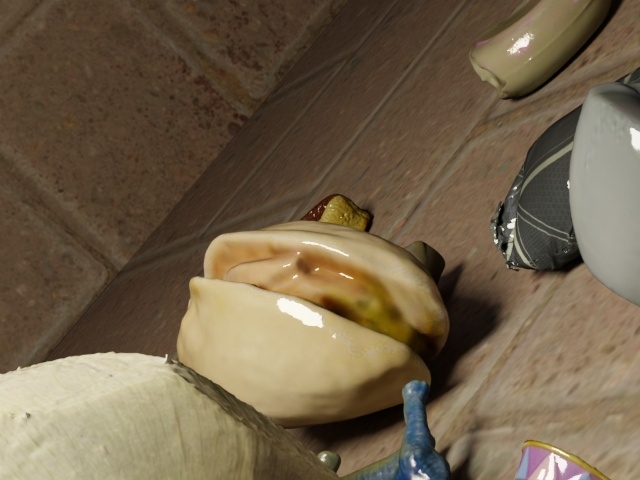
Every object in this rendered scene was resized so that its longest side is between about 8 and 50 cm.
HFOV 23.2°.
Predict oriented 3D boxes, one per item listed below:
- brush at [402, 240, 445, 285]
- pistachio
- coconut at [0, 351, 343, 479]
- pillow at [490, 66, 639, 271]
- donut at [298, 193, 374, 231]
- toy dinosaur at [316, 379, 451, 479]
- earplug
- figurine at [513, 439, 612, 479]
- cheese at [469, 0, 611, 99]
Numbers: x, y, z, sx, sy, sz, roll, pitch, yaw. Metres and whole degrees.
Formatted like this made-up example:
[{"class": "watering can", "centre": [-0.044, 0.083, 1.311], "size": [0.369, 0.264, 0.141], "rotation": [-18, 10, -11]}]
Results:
[{"class": "brush", "centre": [0.015, 0.109, 1.602], "size": [0.301, 0.071, 0.084], "rotation": [-44, 15, 36]}, {"class": "pistachio", "centre": [-0.012, 0.084, 1.436], "size": [0.318, 0.214, 0.193], "rotation": [2, 56, 49]}, {"class": "coconut", "centre": [-0.146, 0.243, 1.077], "size": [0.346, 0.346, 0.360], "rotation": [-51, 9, -21]}, {"class": "pillow", "centre": [0.263, -0.078, 1.297], "size": [0.335, 0.092, 0.161], "rotation": [-32, 25, 50]}, {"class": "donut", "centre": [0.000, 0.000, 1.992], "size": [0.140, 0.059, 0.140], "rotation": [-45, 15, 16]}, {"class": "toy dinosaur", "centre": [0.042, 0.213, 1.187], "size": [0.248, 0.075, 0.188], "rotation": [-35, 22, 21]}, {"class": "earplug", "centre": [0.291, -0.091, 1.066], "size": [0.325, 0.214, 0.175], "rotation": [-52, -22, -24]}, {"class": "figurine", "centre": [0.075, 0.241, 0.839], "size": [0.263, 0.142, 0.189], "rotation": [-51, -18, -14]}, {"class": "cheese", "centre": [0.301, -0.286, 1.853], "size": [0.286, 0.082, 0.163], "rotation": [-43, 14, 2]}]
